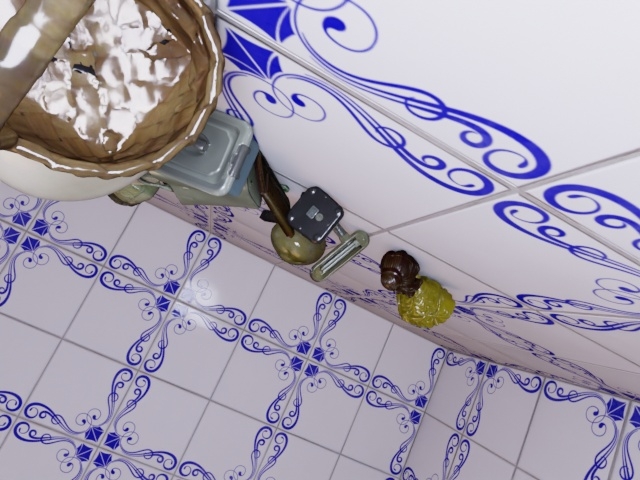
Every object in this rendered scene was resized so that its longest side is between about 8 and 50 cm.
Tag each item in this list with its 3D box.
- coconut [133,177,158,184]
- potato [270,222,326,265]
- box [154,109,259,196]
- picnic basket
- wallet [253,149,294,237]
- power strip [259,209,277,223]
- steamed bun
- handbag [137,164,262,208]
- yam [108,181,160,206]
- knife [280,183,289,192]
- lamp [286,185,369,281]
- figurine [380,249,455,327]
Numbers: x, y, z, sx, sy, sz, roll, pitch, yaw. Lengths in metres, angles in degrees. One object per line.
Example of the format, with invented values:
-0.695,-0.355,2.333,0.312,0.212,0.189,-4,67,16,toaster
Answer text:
-0.487,-0.229,1.157,0.161,0.161,0.162,27,131,-10,coconut
-0.073,-0.001,1.393,0.178,0.160,0.235,54,174,-17,potato
-0.248,-0.189,0.899,0.227,0.162,0.130,22,178,13,box
-0.249,-0.207,0.422,0.337,0.293,0.337,39,-179,-1,picnic basket
-0.109,-0.111,1.042,0.039,0.133,0.243,-16,155,6,wallet
-0.172,-0.084,1.502,0.029,0.038,0.111,35,164,-36,power strip
-0.390,-0.200,0.700,0.206,0.324,0.324,55,176,15,steamed bun
-0.312,-0.137,1.090,0.315,0.109,0.241,-4,164,2,handbag
-0.744,-0.230,1.694,0.202,0.202,0.271,31,161,-32,yam
-0.178,-0.154,1.246,0.293,0.020,0.043,11,160,49,knife
-0.004,-0.003,1.137,0.124,0.203,0.283,41,-179,27,lamp
0.278,0.130,1.322,0.187,0.168,0.315,29,165,44,figurine
